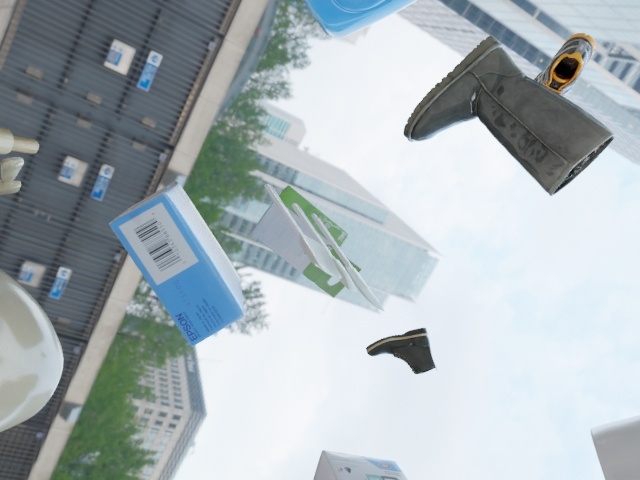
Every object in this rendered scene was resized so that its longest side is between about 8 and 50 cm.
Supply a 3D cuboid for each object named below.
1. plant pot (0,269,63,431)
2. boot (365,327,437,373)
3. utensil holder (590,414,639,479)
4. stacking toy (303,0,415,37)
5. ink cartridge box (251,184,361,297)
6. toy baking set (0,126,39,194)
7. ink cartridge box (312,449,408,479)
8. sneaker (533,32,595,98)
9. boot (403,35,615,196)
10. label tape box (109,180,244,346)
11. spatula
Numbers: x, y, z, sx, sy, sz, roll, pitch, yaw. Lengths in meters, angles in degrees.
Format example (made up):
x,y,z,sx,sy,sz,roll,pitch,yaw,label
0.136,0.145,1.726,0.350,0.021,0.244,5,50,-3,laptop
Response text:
x,y,z,sx,sy,sz,roll,pitch,yaw,label
-0.524,0.191,0.897,0.284,0.191,0.284,-19,-128,26,plant pot
0.248,0.358,1.765,0.198,0.077,0.137,-19,-112,8,boot
0.624,0.368,0.798,0.386,0.327,0.327,-20,-134,19,utensil holder
0.029,-0.449,0.783,0.166,0.175,0.301,-22,-119,19,stacking toy
-0.019,0.004,1.118,0.109,0.209,0.062,-49,-177,39,ink cartridge box
-0.427,-0.087,0.649,0.197,0.256,0.030,-18,-94,27,toy baking set
0.098,0.622,1.260,0.270,0.198,0.197,-151,-104,-75,ink cartridge box
0.497,-0.334,1.229,0.083,0.084,0.214,-51,166,-44,sneaker
0.234,-0.137,0.752,0.189,0.076,0.208,-46,-104,27,boot
-0.259,0.023,1.103,0.115,0.249,0.348,-32,-167,-5,label tape box
0.000,0.000,0.887,0.019,0.168,0.242,-47,-135,14,spatula
